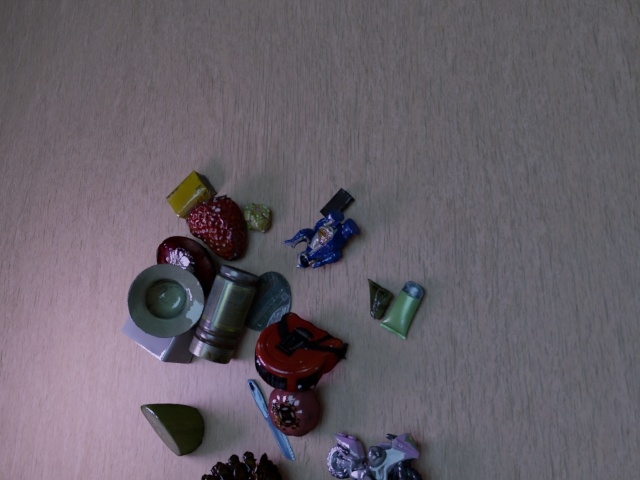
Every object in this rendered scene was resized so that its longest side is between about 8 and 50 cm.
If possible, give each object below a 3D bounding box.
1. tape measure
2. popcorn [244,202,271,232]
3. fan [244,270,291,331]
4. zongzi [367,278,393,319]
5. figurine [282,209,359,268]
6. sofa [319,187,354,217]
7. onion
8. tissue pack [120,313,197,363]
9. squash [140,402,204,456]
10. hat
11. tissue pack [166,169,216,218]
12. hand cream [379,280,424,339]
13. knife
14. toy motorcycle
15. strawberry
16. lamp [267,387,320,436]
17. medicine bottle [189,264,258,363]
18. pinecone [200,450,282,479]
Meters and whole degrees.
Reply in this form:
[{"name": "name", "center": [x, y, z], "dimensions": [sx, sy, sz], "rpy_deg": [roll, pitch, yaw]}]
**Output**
[{"name": "tape measure", "center": [-0.080, 0.361, 1.685], "dimensions": [0.253, 0.260, 0.114], "rpy_deg": [27, 133, 25]}, {"name": "popcorn", "center": [-0.231, -0.085, 1.959], "dimensions": [0.097, 0.089, 0.109], "rpy_deg": [-34, 70, -26]}, {"name": "fan", "center": [-0.161, 0.226, 1.884], "dimensions": [0.294, 0.012, 0.223], "rpy_deg": [12, 81, 27]}, {"name": "zongzi", "center": [0.171, 0.193, 1.723], "dimensions": [0.113, 0.052, 0.104], "rpy_deg": [32, 97, 41]}, {"name": "figurine", "center": [0.009, 0.002, 1.813], "dimensions": [0.262, 0.120, 0.164], "rpy_deg": [-31, 104, 22]}, {"name": "sofa", "center": [0.059, -0.122, 1.858], "dimensions": [0.118, 0.039, 0.060], "rpy_deg": [-48, 62, 7]}, {"name": "onion", "center": [-0.492, 0.100, 1.992], "dimensions": [0.272, 0.195, 0.272], "rpy_deg": [18, 120, 33]}, {"name": "tissue pack", "center": [-0.586, 0.338, 1.966], "dimensions": [0.246, 0.159, 0.136], "rpy_deg": [26, 87, 28]}, {"name": "squash", "center": [-0.537, 0.651, 1.804], "dimensions": [0.189, 0.260, 0.189], "rpy_deg": [-5, 75, 21]}, {"name": "hat", "center": [-0.543, 0.204, 1.853], "dimensions": [0.257, 0.130, 0.257], "rpy_deg": [0, 90, -19]}, {"name": "tissue pack", "center": [-0.518, -0.181, 2.112], "dimensions": [0.169, 0.082, 0.120], "rpy_deg": [-41, 65, 9]}, {"name": "hand cream", "center": [0.266, 0.214, 1.674], "dimensions": [0.095, 0.046, 0.175], "rpy_deg": [28, 96, 27]}, {"name": "knife", "center": [-0.168, 0.602, 1.787], "dimensions": [0.044, 0.019, 0.313], "rpy_deg": [-36, 67, 9]}, {"name": "toy motorcycle", "center": [0.166, 0.643, 1.562], "dimensions": [0.327, 0.143, 0.188], "rpy_deg": [3, 68, 40]}, {"name": "strawberry", "center": [-0.369, -0.039, 1.964], "dimensions": [0.205, 0.205, 0.244], "rpy_deg": [-26, 87, 17]}, {"name": "lamp", "center": [-0.081, 0.537, 1.702], "dimensions": [0.182, 0.140, 0.182], "rpy_deg": [3, 96, 27]}, {"name": "medicine bottle", "center": [-0.337, 0.257, 1.867], "dimensions": [0.151, 0.151, 0.322], "rpy_deg": [19, 88, 27]}, {"name": "pinecone", "center": [-0.256, 0.791, 1.655], "dimensions": [0.292, 0.246, 0.246], "rpy_deg": [-14, 71, 23]}]
